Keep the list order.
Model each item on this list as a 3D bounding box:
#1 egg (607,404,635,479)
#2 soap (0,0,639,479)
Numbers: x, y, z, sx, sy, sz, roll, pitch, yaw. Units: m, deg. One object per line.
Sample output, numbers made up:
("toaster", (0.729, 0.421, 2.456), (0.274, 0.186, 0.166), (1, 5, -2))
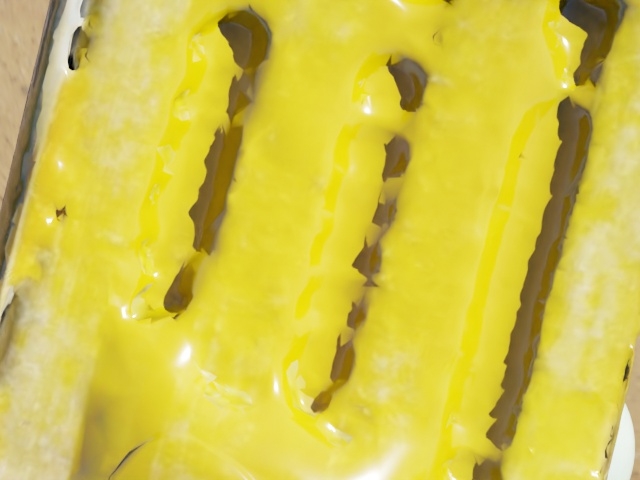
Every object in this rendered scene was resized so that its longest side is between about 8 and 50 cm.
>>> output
("egg", (0.057, 0.195, 1.296), (0.371, 0.230, 0.230), (-25, 89, -10))
("soap", (0.000, 0.000, 0.721), (0.259, 0.143, 0.281), (14, 94, -10))
